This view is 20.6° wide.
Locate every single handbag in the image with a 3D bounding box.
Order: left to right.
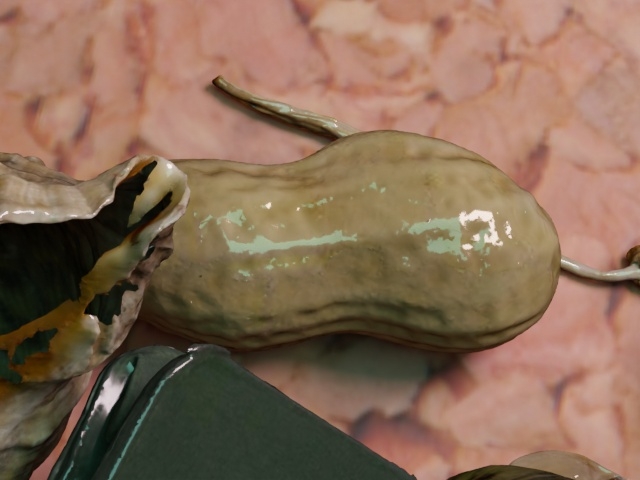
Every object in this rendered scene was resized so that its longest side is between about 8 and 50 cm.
[{"bbox_3d":[-0.044,0.206,0.824,0.247,0.079,0.260,37,69,-29],"label":"handbag"}]

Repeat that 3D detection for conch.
[{"bbox_3d":[-0.191,0.022,0.854,0.210,0.291,0.159,20,36,-41],"label":"conch"}]

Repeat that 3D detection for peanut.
[{"bbox_3d":[0.000,0.000,0.944,0.257,0.123,0.123,2,71,1],"label":"peanut"}]

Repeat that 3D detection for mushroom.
[{"bbox_3d":[0.066,-0.031,1.007,0.286,0.026,0.028,22,55,5],"label":"mushroom"}]

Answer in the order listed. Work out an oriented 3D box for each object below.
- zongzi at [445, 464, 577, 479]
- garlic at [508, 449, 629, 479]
[{"bbox_3d":[0.213,0.227,0.823,0.360,0.160,0.323,-18,105,-14],"label":"zongzi"},{"bbox_3d":[0.140,0.159,0.919,0.094,0.074,0.113,-16,68,-15],"label":"garlic"}]
